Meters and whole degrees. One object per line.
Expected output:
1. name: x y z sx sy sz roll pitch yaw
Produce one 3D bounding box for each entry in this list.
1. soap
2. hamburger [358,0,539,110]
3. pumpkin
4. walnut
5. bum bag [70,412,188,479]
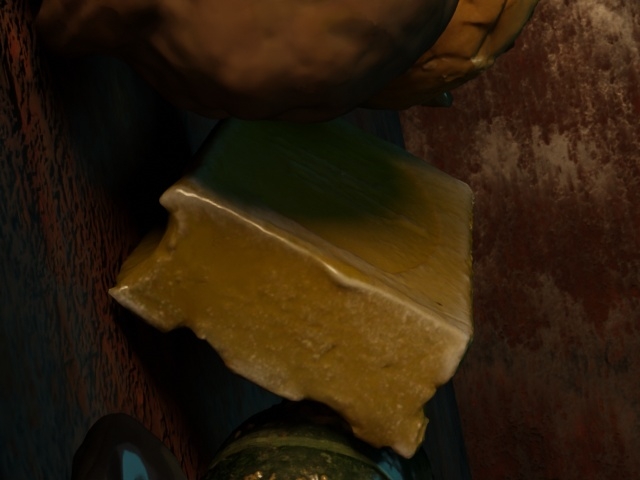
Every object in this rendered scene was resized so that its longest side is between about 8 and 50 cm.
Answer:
1. soap: 0.000 0.000 0.970 0.091 0.199 0.315 -59 -177 19
2. hamburger: 0.012 -0.211 0.988 0.144 0.283 0.259 -88 -165 -62
3. pumpkin: 0.001 0.180 0.921 0.190 0.146 0.190 -15 90 -83
4. walnut: -0.049 -0.180 0.784 0.273 0.227 0.273 -14 90 -84
5. bum bag: -0.056 0.226 0.681 0.144 0.095 0.340 -102 -179 -47
